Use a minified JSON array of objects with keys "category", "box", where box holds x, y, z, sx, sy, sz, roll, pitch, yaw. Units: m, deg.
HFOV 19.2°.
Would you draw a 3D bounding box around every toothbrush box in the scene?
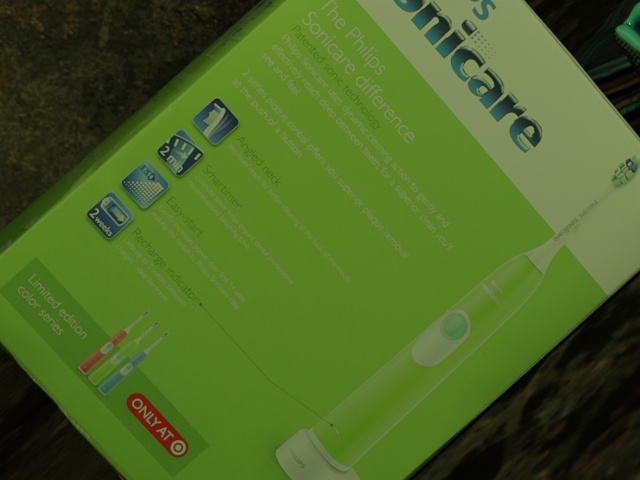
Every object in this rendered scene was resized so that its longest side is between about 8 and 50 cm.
[{"category":"toothbrush box","box":[0.000,0.000,0.911,0.283,0.206,0.122,-42,11,0]}]

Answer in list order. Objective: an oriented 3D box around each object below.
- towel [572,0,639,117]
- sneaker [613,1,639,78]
[{"category":"towel","box":[0.289,-0.207,1.152,0.370,0.040,0.271,-49,14,-32]},{"category":"sneaker","box":[0.202,-0.099,0.941,0.065,0.076,0.166,-47,13,-23]}]
